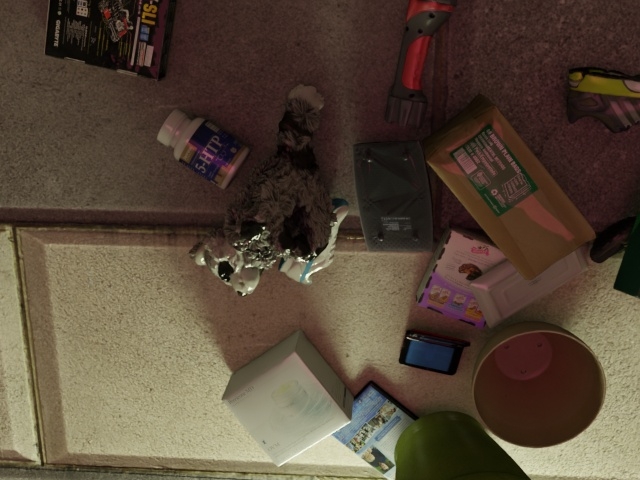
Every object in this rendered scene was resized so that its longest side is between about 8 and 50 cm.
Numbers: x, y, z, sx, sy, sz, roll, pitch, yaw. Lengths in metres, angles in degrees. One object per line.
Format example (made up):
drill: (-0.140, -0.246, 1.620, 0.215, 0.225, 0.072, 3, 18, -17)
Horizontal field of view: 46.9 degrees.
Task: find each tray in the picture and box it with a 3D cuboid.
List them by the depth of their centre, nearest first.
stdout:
tray: (0.475, 0.084, 1.651, 0.270, 0.030, 0.145, -31, 118, -2)

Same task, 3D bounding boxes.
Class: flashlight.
flashlight: (0.212, -0.389, 1.545, 0.103, 0.103, 0.303, 9, 106, -1)

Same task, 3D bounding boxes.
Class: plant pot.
plant pot: (0.319, 0.585, 1.678, 0.367, 0.353, 0.366, -3, 115, -6)
plant pot: (0.478, 0.297, 1.681, 0.284, 0.191, 0.284, 1, 108, 4)

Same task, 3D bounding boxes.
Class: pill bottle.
pill bottle: (-0.260, -0.206, 1.632, 0.187, 0.112, 0.112, 32, 106, -5)

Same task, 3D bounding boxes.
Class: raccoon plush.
raccoon plush: (-0.117, -0.095, 1.654, 0.216, 0.446, 0.299, 34, 152, -31)

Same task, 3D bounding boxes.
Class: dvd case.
dvd case: (0.164, 0.488, 1.853, 0.253, 0.022, 0.180, 39, 105, -7)

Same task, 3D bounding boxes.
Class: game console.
game console: (0.268, 0.266, 1.748, 0.144, 0.124, 0.085, 12, 81, 1)

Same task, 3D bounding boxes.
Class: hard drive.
hard drive: (0.166, -0.099, 1.632, 0.172, 0.054, 0.254, 0, 113, 25)

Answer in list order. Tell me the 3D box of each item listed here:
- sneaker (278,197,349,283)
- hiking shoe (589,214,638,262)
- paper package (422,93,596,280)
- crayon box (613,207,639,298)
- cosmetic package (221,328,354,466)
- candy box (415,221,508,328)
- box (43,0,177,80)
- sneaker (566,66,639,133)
sneaker: (0.000, 0.000, 1.694, 0.092, 0.087, 0.228, 33, 113, -14)
hiking shoe: (0.711, -0.001, 1.628, 0.227, 0.086, 0.114, -35, 98, 13)
paper package: (0.372, -0.116, 1.504, 0.168, 0.309, 0.325, -38, 98, 14)
crayon box: (0.844, 0.012, 1.552, 0.363, 0.106, 0.313, 17, 95, -10)
cosmetic package: (-0.076, 0.378, 1.780, 0.224, 0.138, 0.224, -35, 100, 13)
candy box: (0.332, 0.080, 1.691, 0.165, 0.070, 0.196, 21, 108, -2)
box: (-0.437, -0.526, 1.569, 0.257, 0.079, 0.321, 12, 107, -1)
sneaker: (0.658, -0.283, 1.550, 0.300, 0.111, 0.121, 12, 117, 7)
